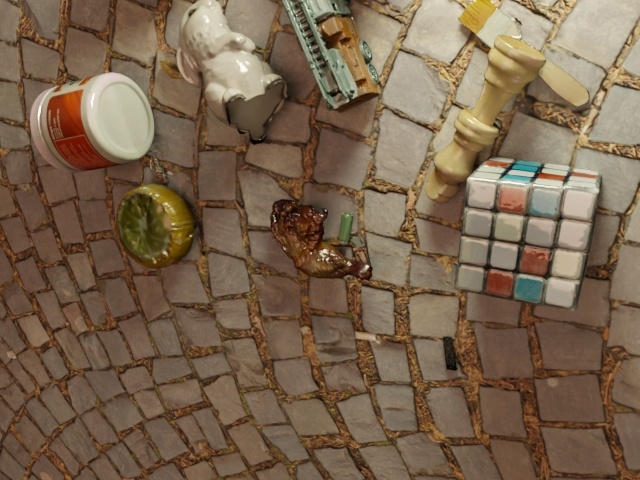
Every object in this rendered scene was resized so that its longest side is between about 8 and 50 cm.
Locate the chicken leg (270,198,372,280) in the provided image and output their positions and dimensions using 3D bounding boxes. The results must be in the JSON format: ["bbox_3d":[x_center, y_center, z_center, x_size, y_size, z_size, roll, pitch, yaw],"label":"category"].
[{"bbox_3d":[-0.006,0.009,1.675,0.177,0.083,0.323,-41,83,35],"label":"chicken leg"}]

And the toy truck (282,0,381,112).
[{"bbox_3d":[0.009,-0.474,1.478,0.132,0.184,0.339,-19,96,28],"label":"toy truck"}]

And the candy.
[{"bbox_3d":[-0.493,-0.043,1.887,0.259,0.118,0.260,8,107,29],"label":"candy"}]

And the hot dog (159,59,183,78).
[{"bbox_3d":[-0.410,-0.471,1.768,0.090,0.030,0.034,32,124,15],"label":"hot dog"}]

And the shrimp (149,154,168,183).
[{"bbox_3d":[-0.482,-0.207,1.872,0.029,0.038,0.092,-27,92,28],"label":"shrimp"}]

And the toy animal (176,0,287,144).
[{"bbox_3d":[-0.248,-0.444,1.630,0.357,0.193,0.258,53,144,21],"label":"toy animal"}]

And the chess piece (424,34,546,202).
[{"bbox_3d":[0.348,-0.251,1.417,0.117,0.117,0.397,34,123,13],"label":"chess piece"}]

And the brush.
[{"bbox_3d":[0.448,-0.407,1.382,0.336,0.020,0.085,44,117,8],"label":"brush"}]

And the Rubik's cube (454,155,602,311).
[{"bbox_3d":[0.446,-0.024,1.356,0.253,0.256,0.259,9,109,23],"label":"Rubik's cube"}]

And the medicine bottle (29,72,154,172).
[{"bbox_3d":[-0.638,-0.328,1.790,0.240,0.252,0.253,-6,102,26],"label":"medicine bottle"}]

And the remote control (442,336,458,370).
[{"bbox_3d":[0.335,0.290,1.635,0.034,0.016,0.091,1,105,42],"label":"remote control"}]

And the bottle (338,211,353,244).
[{"bbox_3d":[0.066,-0.032,1.665,0.030,0.030,0.083,16,112,21],"label":"bottle"}]
